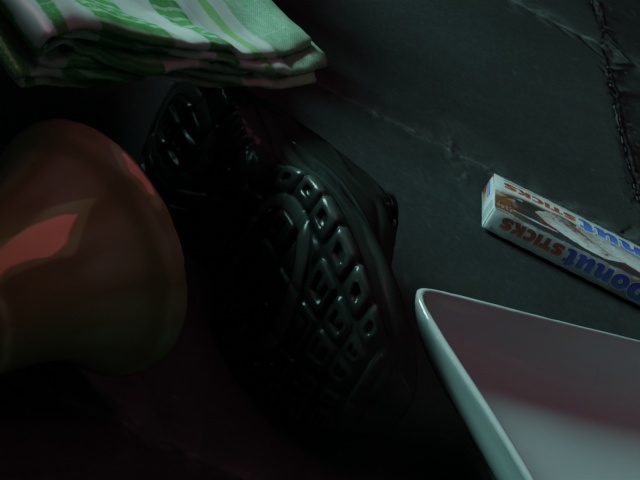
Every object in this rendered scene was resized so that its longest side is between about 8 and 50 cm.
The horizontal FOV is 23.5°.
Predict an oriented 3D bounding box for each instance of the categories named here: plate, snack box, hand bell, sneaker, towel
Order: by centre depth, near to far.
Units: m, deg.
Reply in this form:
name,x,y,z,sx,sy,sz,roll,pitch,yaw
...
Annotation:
name,x,y,z,sx,sy,sz,roll,pitch,yaw
hand bell,-0.180,0.042,0.623,0.126,0.126,0.242,39,39,20
plate,0.188,0.155,0.794,0.277,0.045,0.278,15,34,-40
towel,-0.131,-0.177,0.807,0.248,0.038,0.325,51,20,10
sneaker,0.000,0.000,0.861,0.130,0.109,0.286,18,29,-36
snack box,0.202,0.009,1.136,0.178,0.022,0.064,26,25,-6
